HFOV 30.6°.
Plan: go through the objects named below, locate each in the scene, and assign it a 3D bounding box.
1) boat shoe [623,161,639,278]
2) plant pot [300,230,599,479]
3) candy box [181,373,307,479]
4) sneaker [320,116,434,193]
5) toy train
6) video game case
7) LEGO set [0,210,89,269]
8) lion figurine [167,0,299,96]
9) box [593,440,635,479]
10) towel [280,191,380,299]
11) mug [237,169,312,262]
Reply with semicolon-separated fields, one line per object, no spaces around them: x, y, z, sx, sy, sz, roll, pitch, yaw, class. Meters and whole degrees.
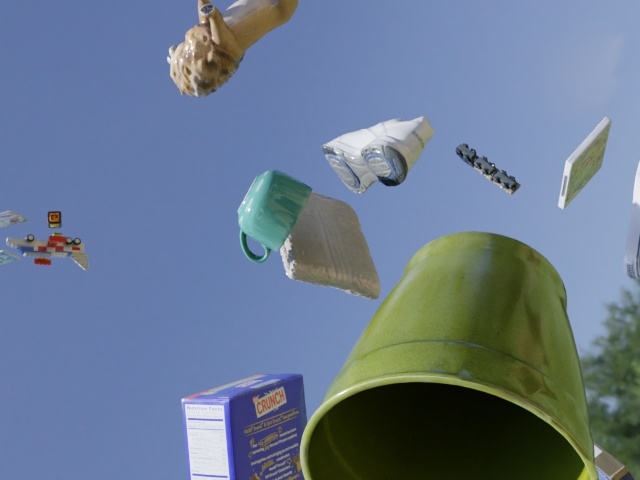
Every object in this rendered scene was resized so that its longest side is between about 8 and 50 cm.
0.669;-0.059;2.293;0.108;0.102;0.301;57;-137;-46;boat shoe
0.192;0.184;1.543;0.353;0.366;0.366;-70;-18;-48;plant pot
-0.128;0.423;2.174;0.268;0.122;0.317;-7;-87;-60;candy box
0.107;-0.163;2.140;0.129;0.297;0.111;-42;-68;-20;sneaker
0.281;-0.117;1.959;0.027;0.158;0.036;-40;-46;-6;toy train
0.349;-0.101;1.545;0.087;0.011;0.122;-47;-22;-16;video game case
-0.494;0.013;1.875;0.182;0.244;0.060;38;-138;-62;LEGO set
-0.148;-0.459;2.394;0.392;0.142;0.240;-32;-34;-10;lion figurine
0.454;0.388;1.773;0.036;0.136;0.225;-37;-61;-7;box
0.000;0.000;2.204;0.049;0.187;0.282;-62;26;30;towel
-0.093;-0.047;2.050;0.157;0.097;0.129;-62;5;-13;mug
